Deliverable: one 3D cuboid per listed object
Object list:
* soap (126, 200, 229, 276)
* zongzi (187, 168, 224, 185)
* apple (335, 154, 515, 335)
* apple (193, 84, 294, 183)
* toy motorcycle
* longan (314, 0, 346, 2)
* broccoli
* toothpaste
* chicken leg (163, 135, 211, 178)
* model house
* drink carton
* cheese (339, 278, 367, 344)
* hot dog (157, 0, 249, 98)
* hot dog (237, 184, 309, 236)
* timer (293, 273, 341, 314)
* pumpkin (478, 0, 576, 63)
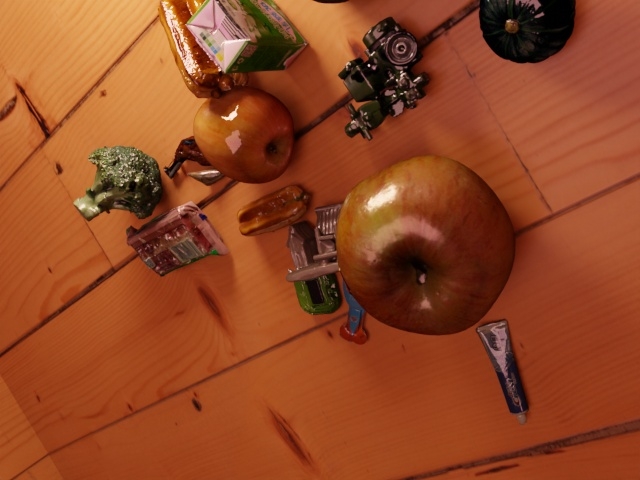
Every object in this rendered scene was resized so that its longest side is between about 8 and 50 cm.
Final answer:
[{"bbox_3d":[-0.440,0.004,1.912,0.273,0.098,0.218,-22,110,35],"label":"soap"},{"bbox_3d":[-0.325,-0.192,1.800,0.076,0.083,0.040,-26,54,32],"label":"zongzi"},{"bbox_3d":[0.228,0.003,1.406,0.400,0.334,0.401,6,119,10],"label":"apple"},{"bbox_3d":[-0.195,-0.271,1.615,0.241,0.242,0.242,30,121,33],"label":"apple"},{"bbox_3d":[0.127,-0.361,1.439,0.275,0.127,0.205,-33,92,32],"label":"toy motorcycle"},{"bbox_3d":[-0.003,-0.652,1.346,0.300,0.243,0.300,53,158,32],"label":"longan"},{"bbox_3d":[-0.600,-0.165,1.858,0.270,0.270,0.270,50,169,13],"label":"broccoli"},{"bbox_3d":[0.459,0.326,1.547,0.069,0.047,0.269,-14,97,47],"label":"toothpaste"},{"bbox_3d":[-0.371,-0.246,1.826,0.253,0.051,0.106,-11,107,36],"label":"chicken leg"},{"bbox_3d":[0.005,0.006,1.637,0.229,0.122,0.188,-15,77,33],"label":"model house"},{"bbox_3d":[-0.163,-0.483,1.476,0.108,0.271,0.161,-41,84,32],"label":"drink carton"},{"bbox_3d":[0.100,0.170,1.706,0.106,0.037,0.256,19,118,25],"label":"cheese"},{"bbox_3d":[-0.299,-0.484,1.573,0.117,0.158,0.349,98,148,-58],"label":"hot dog"},{"bbox_3d":[-0.125,-0.078,1.729,0.250,0.076,0.104,-22,76,31],"label":"hot dog"},{"bbox_3d":[-0.010,0.140,1.752,0.128,0.047,0.140,-8,104,32],"label":"timer"},{"bbox_3d":[0.399,-0.439,1.232,0.194,0.150,0.194,11,115,25],"label":"pumpkin"}]
